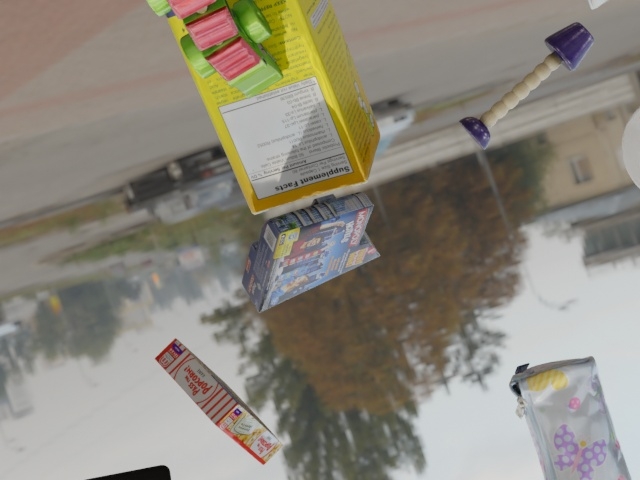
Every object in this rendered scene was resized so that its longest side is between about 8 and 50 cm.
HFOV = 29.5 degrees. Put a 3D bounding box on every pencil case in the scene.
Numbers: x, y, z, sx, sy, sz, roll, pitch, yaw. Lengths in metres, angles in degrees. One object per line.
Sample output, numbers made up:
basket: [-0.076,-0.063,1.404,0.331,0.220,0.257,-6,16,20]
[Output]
pencil case: [0.330,0.283,1.554,0.124,0.273,0.113,-13,174,-46]

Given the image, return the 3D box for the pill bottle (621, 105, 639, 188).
pill bottle: [0.628,-0.186,1.926,0.210,0.210,0.363,-18,-174,42]

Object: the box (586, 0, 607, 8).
box: [0.284,-0.412,1.406,0.113,0.275,0.094,-33,157,7]

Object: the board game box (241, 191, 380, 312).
board game box: [0.000,0.000,1.706,0.194,0.060,0.194,-18,151,-25]

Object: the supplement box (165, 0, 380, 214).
supplement box: [-0.064,-0.253,1.839,0.194,0.357,0.195,-15,-156,17]

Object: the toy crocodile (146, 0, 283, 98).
toy crocodile: [-0.145,-0.289,1.589,0.115,0.105,0.340,-27,144,8]

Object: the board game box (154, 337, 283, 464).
board game box: [-0.141,0.232,1.738,0.045,0.147,0.193,-44,148,-6]

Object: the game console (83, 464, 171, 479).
game console: [-0.240,0.358,1.566,0.122,0.107,0.071,-11,-141,4]

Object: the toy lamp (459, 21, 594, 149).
toy lamp: [0.372,-0.281,2.182,0.274,0.080,0.080,-43,179,5]
